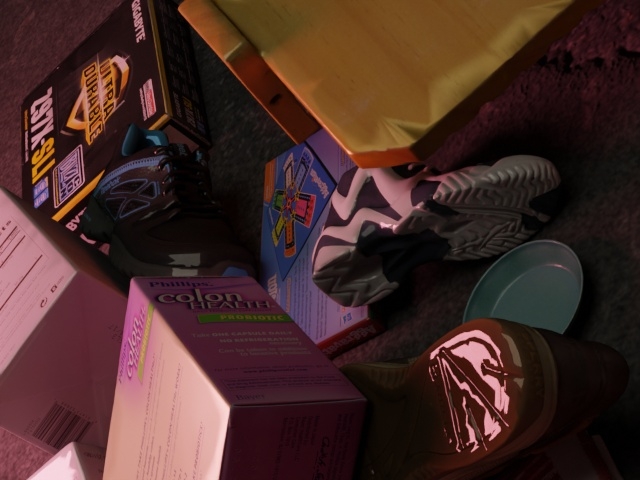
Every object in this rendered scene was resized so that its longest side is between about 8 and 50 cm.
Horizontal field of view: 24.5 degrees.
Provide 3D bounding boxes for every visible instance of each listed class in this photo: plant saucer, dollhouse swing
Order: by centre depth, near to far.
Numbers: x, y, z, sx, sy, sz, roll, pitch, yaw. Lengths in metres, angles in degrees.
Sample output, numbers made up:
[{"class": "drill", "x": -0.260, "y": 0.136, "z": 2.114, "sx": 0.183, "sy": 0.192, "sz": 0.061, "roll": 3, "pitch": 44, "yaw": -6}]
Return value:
[{"class": "plant saucer", "x": 0.167, "y": 0.056, "z": 1.186, "sx": 0.119, "sy": 0.021, "sz": 0.119, "roll": -31, "pitch": 40, "yaw": 31}, {"class": "dollhouse swing", "x": 0.108, "y": -0.204, "z": 1.369, "sx": 0.347, "sy": 0.315, "sz": 0.305, "roll": -42, "pitch": 67, "yaw": 1}]

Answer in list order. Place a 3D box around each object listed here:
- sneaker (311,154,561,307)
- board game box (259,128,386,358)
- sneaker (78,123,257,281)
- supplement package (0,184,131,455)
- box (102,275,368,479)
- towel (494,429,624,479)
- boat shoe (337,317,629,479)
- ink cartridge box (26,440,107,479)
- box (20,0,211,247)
[{"class": "sneaker", "x": 0.097, "y": -0.048, "z": 1.300, "sx": 0.235, "sy": 0.094, "sz": 0.153, "roll": -31, "pitch": 38, "yaw": 28}, {"class": "board game box", "x": 0.000, "y": 0.000, "z": 1.435, "sx": 0.145, "sy": 0.027, "sz": 0.281, "roll": -29, "pitch": 41, "yaw": 30}, {"class": "sneaker", "x": -0.162, "y": -0.033, "z": 1.546, "sx": 0.341, "sy": 0.125, "sz": 0.139, "roll": 29, "pitch": 103, "yaw": 56}, {"class": "supplement package", "x": -0.288, "y": 0.092, "z": 1.567, "sx": 0.175, "sy": 0.177, "sz": 0.293, "roll": -54, "pitch": 33, "yaw": 0}, {"class": "box", "x": -0.079, "y": 0.173, "z": 1.213, "sx": 0.243, "sy": 0.117, "sz": 0.213, "roll": 41, "pitch": 126, "yaw": 56}, {"class": "towel", "x": 0.103, "y": 0.304, "z": 1.028, "sx": 0.329, "sy": 0.037, "sz": 0.237, "roll": -42, "pitch": 36, "yaw": 16}, {"class": "boat shoe", "x": 0.104, "y": 0.134, "z": 1.115, "sx": 0.342, "sy": 0.123, "sz": 0.123, "roll": -39, "pitch": 58, "yaw": 57}, {"class": "ink cartridge box", "x": -0.276, "y": 0.367, "z": 1.415, "sx": 0.275, "sy": 0.060, "sz": 0.239, "roll": -40, "pitch": 55, "yaw": 19}, {"class": "box", "x": -0.267, "y": -0.148, "z": 1.852, "sx": 0.257, "sy": 0.079, "sz": 0.322, "roll": -41, "pitch": 35, "yaw": 21}]
